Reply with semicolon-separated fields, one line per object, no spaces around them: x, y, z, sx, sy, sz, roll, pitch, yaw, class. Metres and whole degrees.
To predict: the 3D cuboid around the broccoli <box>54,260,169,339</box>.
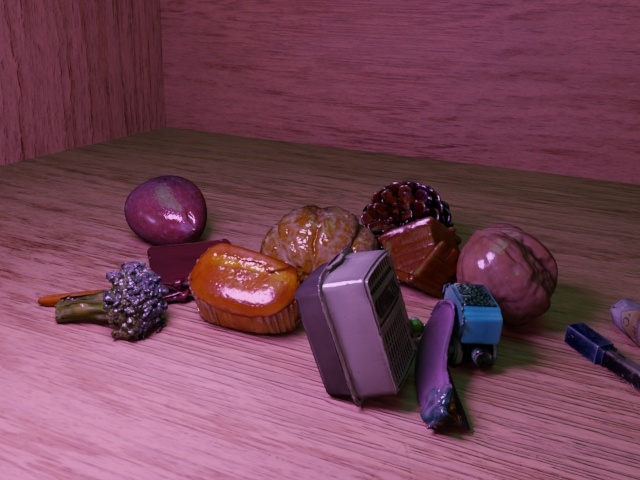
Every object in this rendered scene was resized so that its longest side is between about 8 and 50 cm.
-0.498;0.137;1.468;0.274;0.177;0.198;-1;22;29;broccoli

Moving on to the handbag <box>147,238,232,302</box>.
-0.354;0.083;1.702;0.259;0.084;0.275;-5;22;-21;handbag

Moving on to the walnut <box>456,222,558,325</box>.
0.471;0.084;1.537;0.273;0.274;0.227;-13;-14;-35;walnut

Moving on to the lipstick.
0.670;0.281;1.330;0.051;0.051;0.312;-4;23;-20;lipstick

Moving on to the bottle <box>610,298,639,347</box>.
0.795;0.230;1.429;0.083;0.083;0.270;0;22;-8;bottle

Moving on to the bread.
-0.175;0.112;1.468;0.287;0.156;0.204;15;52;18;bread

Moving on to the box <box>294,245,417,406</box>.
0.077;0.169;1.229;0.166;0.291;0.220;-12;14;24;box

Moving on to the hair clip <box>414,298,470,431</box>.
0.245;0.257;1.254;0.095;0.110;0.359;-2;33;5;hair clip

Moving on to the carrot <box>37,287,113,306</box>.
-0.603;0.149;1.558;0.247;0.043;0.043;-4;21;-10;carrot

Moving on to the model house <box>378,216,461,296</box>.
0.306;0.068;1.728;0.219;0.199;0.229;-28;43;28;model house

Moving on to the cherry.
-0.495;-0.090;1.971;0.261;0.221;0.307;-25;46;-37;cherry

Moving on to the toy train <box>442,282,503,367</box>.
0.342;0.189;1.376;0.112;0.163;0.203;2;20;-5;toy train

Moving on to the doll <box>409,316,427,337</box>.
0.166;0.206;1.398;0.190;0.115;0.050;-1;61;-14;doll

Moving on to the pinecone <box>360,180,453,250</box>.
0.271;-0.072;1.959;0.298;0.242;0.296;-6;8;21;pinecone

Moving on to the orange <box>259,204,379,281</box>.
0.000;0.000;1.796;0.368;0.211;0.271;3;22;10;orange
